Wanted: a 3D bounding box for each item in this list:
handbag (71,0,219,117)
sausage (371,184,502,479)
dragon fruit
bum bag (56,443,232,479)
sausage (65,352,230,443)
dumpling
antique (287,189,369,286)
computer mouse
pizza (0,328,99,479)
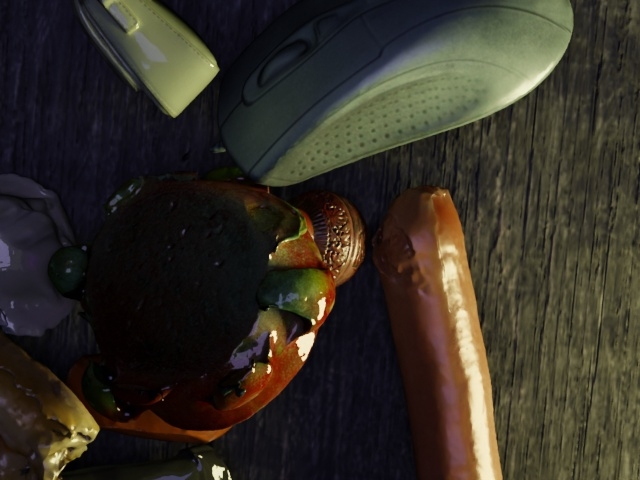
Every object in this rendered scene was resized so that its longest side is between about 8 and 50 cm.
[{"bbox_3d":[-0.194,-0.217,1.794,0.079,0.256,0.219,-44,100,2],"label":"handbag"},{"bbox_3d":[0.122,0.154,1.898,0.094,0.094,0.419,-9,94,5],"label":"sausage"},{"bbox_3d":[-0.116,0.055,1.812,0.295,0.130,0.268,17,83,32],"label":"dragon fruit"},{"bbox_3d":[-0.219,0.272,1.922,0.326,0.080,0.142,-1,102,-3],"label":"bum bag"},{"bbox_3d":[-0.162,0.158,1.904,0.179,0.089,0.089,10,94,5],"label":"sausage"},{"bbox_3d":[-0.298,0.003,1.892,0.127,0.108,0.188,-29,74,-21],"label":"dumpling"},{"bbox_3d":[0.000,0.000,1.887,0.104,0.104,0.104,0,94,1],"label":"antique"},{"bbox_3d":[0.051,-0.176,1.819,0.371,0.188,0.122,-24,132,8],"label":"computer mouse"},{"bbox_3d":[-0.484,0.160,1.876,0.435,0.080,0.392,-33,78,-3],"label":"pizza"}]
